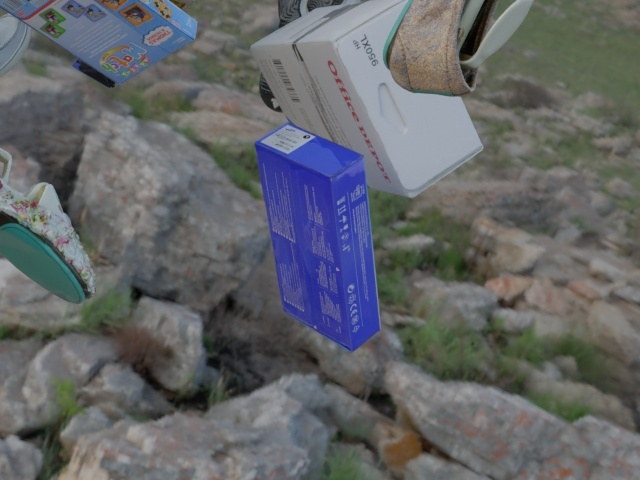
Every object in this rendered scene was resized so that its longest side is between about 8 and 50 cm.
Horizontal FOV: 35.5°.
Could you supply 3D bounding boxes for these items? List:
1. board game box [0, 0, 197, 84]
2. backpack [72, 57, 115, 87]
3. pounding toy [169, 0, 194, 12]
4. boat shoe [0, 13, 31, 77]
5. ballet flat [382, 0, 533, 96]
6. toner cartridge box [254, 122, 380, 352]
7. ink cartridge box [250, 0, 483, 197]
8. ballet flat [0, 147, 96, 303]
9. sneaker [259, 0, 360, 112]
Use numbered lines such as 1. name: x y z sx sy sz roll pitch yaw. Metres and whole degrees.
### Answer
1. board game box: -0.295 -0.301 1.322 0.211 0.160 0.039 33 49 -39
2. backpack: -0.491 -0.421 2.246 0.098 0.120 0.101 28 3 -38
3. pounding toy: -0.315 -0.419 1.638 0.206 0.181 0.094 4 58 -45
4. boat shoe: -0.563 -0.294 1.617 0.079 0.227 0.081 38 -14 16
5. ballet flat: 0.170 -0.276 0.934 0.106 0.315 0.108 28 10 32
6. toner cartridge box: 0.000 0.000 1.566 0.075 0.347 0.165 -35 46 -30
7. ink cartridge box: 0.068 -0.249 1.719 0.285 0.166 0.395 61 -15 -20
8. ballet flat: -0.285 -0.037 0.898 0.241 0.091 0.077 42 56 -29
9. sneaker: 0.024 -0.473 2.256 0.169 0.447 0.257 21 1 29
